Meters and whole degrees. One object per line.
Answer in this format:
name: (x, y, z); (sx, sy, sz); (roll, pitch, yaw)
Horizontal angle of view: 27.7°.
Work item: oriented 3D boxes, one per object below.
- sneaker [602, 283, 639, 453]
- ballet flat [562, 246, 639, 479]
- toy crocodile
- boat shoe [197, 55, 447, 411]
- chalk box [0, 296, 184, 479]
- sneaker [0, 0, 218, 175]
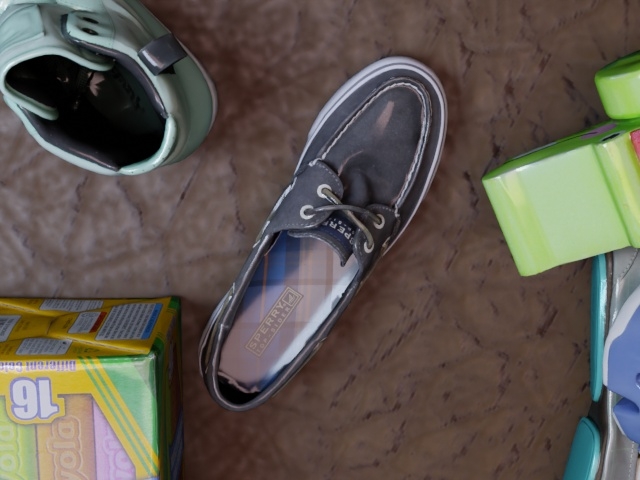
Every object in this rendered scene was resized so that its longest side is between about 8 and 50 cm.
sneaker: (0.283, 0.164, 0.692); (0.127, 0.182, 0.315); (-39, 114, -12)
ballet flat: (0.183, 0.103, 0.761); (0.068, 0.072, 0.213); (6, 100, 3)
toy crocodile: (0.251, -0.059, 0.660); (0.340, 0.105, 0.115); (-16, 102, 14)
boat shoe: (0.000, 0.000, 0.733); (0.080, 0.076, 0.228); (35, 98, -8)
chalk box: (-0.145, 0.149, 0.730); (0.132, 0.132, 0.213); (-2, 102, -2)
sneaker: (-0.160, -0.131, 0.663); (0.256, 0.151, 0.094); (39, 99, -8)
